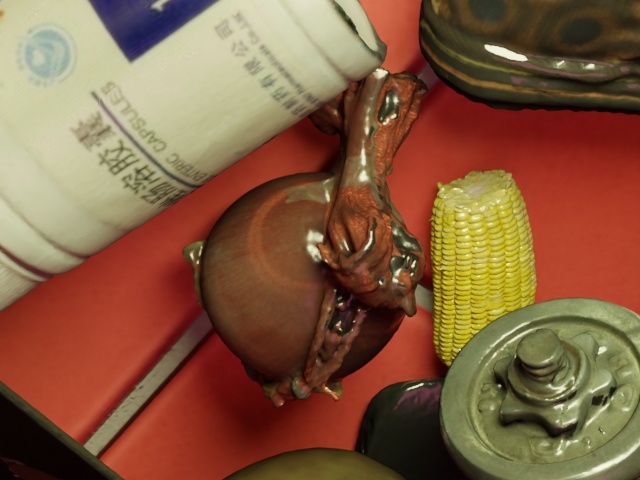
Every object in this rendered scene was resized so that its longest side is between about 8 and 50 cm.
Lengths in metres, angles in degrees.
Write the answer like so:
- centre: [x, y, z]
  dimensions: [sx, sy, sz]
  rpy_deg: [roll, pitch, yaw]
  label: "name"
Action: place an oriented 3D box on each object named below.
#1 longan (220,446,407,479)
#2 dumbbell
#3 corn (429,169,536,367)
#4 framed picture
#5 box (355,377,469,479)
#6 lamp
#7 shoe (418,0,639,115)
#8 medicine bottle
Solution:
- centre: [-0.021, 0.302, 1.333]
  dimensions: [0.243, 0.300, 0.300]
  rpy_deg: [16, 121, -27]
  label: "longan"
- centre: [0.217, 0.202, 1.342]
  dimensions: [0.179, 0.179, 0.406]
  rpy_deg: [-23, 134, 4]
  label: "dumbbell"
- centre: [0.122, 0.025, 1.317]
  dimensions: [0.085, 0.063, 0.165]
  rpy_deg: [-8, 127, 2]
  label: "corn"
- centre: [-0.284, 0.092, 1.191]
  dimensions: [0.324, 0.244, 0.013]
  rpy_deg: [45, 63, -36]
  label: "framed picture"
- centre: [0.123, 0.191, 1.453]
  dimensions: [0.201, 0.042, 0.212]
  rpy_deg: [-1, 127, -13]
  label: "box"
- centre: [0.007, 0.004, 1.220]
  dimensions: [0.223, 0.215, 0.151]
  rpy_deg: [-26, 146, 35]
  label: "lamp"
- centre: [0.260, -0.202, 1.110]
  dimensions: [0.384, 0.171, 0.237]
  rpy_deg: [3, 130, -7]
  label: "shoe"
- centre: [-0.145, -0.100, 1.076]
  dimensions: [0.332, 0.190, 0.190]
  rpy_deg: [-33, 127, 11]
  label: "medicine bottle"
